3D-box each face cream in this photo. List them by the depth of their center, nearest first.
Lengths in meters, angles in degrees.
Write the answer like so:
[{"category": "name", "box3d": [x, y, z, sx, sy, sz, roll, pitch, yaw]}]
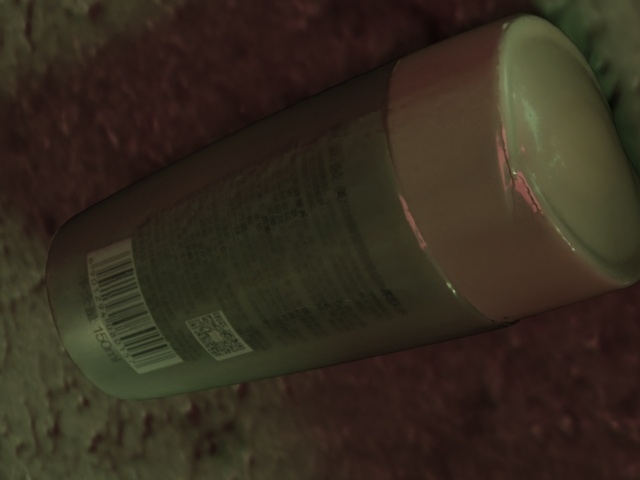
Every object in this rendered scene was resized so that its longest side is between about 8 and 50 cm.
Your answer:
[{"category": "face cream", "box3d": [0.000, 0.000, 0.745, 0.269, 0.073, 0.107, -19, 102, 44]}]
